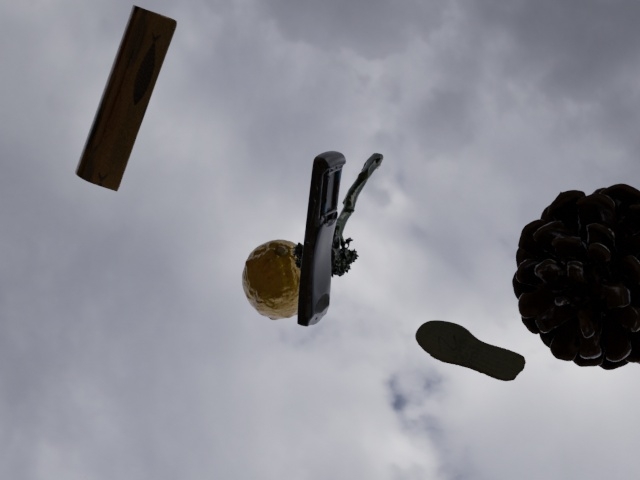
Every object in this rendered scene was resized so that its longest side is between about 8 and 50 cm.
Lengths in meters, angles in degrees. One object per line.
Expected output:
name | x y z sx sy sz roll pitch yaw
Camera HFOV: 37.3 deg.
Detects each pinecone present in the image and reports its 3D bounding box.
pinecone | 0.293 0.042 0.983 0.207 0.207 0.208 -8 -108 26

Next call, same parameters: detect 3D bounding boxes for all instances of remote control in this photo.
remote control | 0.000 0.000 1.115 0.028 0.059 0.212 13 -69 21

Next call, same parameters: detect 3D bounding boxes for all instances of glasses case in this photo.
glasses case | -0.188 -0.137 0.902 0.064 0.041 0.170 38 -71 63

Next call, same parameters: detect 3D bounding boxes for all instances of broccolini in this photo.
broccolini | 0.039 -0.043 1.260 0.057 0.071 0.254 -12 -144 38

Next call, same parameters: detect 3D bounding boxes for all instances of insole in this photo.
insole | 0.199 0.148 1.291 0.188 0.004 0.064 19 -118 47

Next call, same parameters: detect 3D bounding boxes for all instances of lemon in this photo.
lemon | -0.065 0.058 1.465 0.114 0.155 0.114 1 -130 -1
